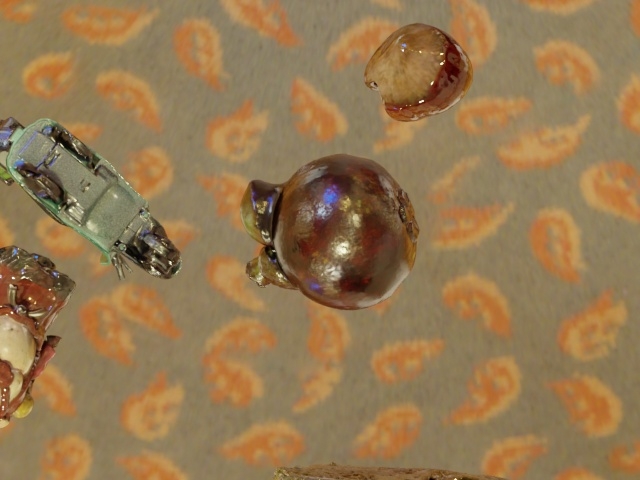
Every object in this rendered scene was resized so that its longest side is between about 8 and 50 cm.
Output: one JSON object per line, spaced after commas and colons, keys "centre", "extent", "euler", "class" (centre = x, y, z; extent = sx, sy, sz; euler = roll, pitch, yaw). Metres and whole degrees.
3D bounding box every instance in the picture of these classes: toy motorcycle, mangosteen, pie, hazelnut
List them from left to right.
{"centre": [-0.179, -0.029, 1.168], "extent": [0.173, 0.100, 0.058], "euler": [41, 73, -17], "class": "toy motorcycle"}
{"centre": [0.008, -0.007, 1.550], "extent": [0.184, 0.172, 0.172], "euler": [3, 112, 6], "class": "mangosteen"}
{"centre": [0.084, 0.248, 1.465], "extent": [0.283, 0.129, 0.068], "euler": [11, 80, -22], "class": "pie"}
{"centre": [0.078, -0.129, 1.205], "extent": [0.086, 0.086, 0.086], "euler": [1, 112, 2], "class": "hazelnut"}

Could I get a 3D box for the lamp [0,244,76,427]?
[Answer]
{"centre": [-0.310, 0.126, 1.358], "extent": [0.118, 0.253, 0.118], "euler": [20, 154, 10], "class": "lamp"}
